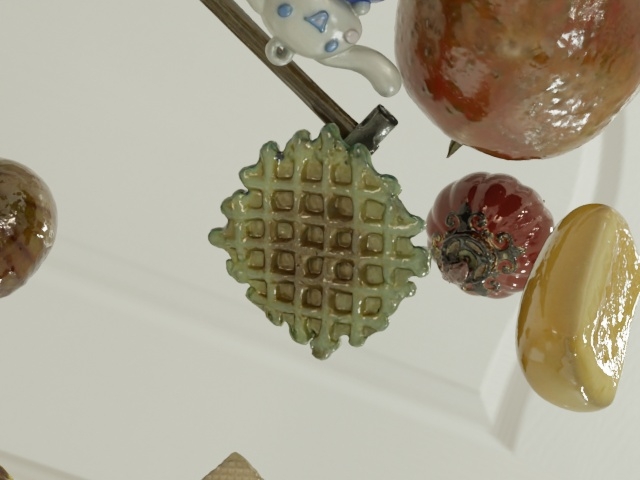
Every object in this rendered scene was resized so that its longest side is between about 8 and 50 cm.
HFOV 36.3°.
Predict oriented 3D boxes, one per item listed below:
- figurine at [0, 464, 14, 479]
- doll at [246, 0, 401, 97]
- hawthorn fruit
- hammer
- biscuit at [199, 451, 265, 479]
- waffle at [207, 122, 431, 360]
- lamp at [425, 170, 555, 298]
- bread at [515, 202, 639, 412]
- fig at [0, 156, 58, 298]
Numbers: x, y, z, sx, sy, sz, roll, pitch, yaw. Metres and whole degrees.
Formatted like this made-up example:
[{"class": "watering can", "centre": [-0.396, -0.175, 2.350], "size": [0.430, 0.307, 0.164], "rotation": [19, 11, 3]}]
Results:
[{"class": "figurine", "centre": [-0.565, 0.475, 1.649], "size": [0.263, 0.189, 0.142], "rotation": [22, -58, 54]}, {"class": "doll", "centre": [-0.008, -0.340, 1.192], "size": [0.159, 0.311, 0.242], "rotation": [-102, -149, -45]}, {"class": "hawthorn fruit", "centre": [0.279, -0.287, 1.398], "size": [0.403, 0.403, 0.402], "rotation": [-159, -90, -82]}, {"class": "hammer", "centre": [-0.054, -0.251, 1.384], "size": [0.111, 0.365, 0.043], "rotation": [-45, -179, 24]}, {"class": "biscuit", "centre": [-0.231, 0.480, 1.347], "size": [0.426, 0.144, 0.078], "rotation": [-37, 157, -20]}, {"class": "waffle", "centre": [0.000, 0.000, 1.379], "size": [0.292, 0.309, 0.056], "rotation": [-47, 168, 22]}, {"class": "lamp", "centre": [0.284, -0.005, 1.656], "size": [0.227, 0.227, 0.227], "rotation": [-159, -90, -82]}, {"class": "bread", "centre": [0.264, 0.068, 1.015], "size": [0.098, 0.147, 0.217], "rotation": [-3, -137, 35]}, {"class": "fig", "centre": [-0.520, -0.024, 1.473], "size": [0.235, 0.235, 0.214], "rotation": [-69, 158, -2]}]
